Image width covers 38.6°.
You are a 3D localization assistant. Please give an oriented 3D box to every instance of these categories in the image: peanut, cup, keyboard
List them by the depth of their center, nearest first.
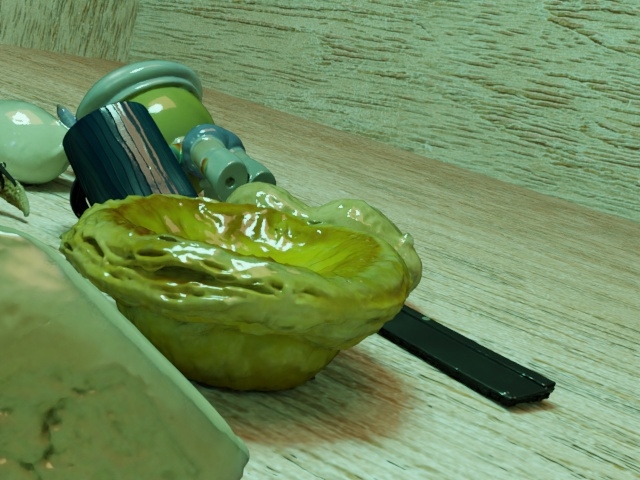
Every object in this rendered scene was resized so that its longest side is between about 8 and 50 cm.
[{"bbox_3d":[0.132,0.116,0.954,0.072,0.023,0.231,-6,22,-40],"label":"keyboard"},{"bbox_3d":[-0.232,-0.066,1.044,0.138,0.150,0.113,60,5,14],"label":"cup"},{"bbox_3d":[0.000,0.000,1.118,0.263,0.117,0.101,15,-9,16],"label":"peanut"}]

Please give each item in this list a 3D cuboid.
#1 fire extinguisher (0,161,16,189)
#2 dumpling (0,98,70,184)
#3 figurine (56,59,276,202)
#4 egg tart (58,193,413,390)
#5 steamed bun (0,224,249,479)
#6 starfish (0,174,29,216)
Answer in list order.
[{"bbox_3d":[-0.381,-0.069,0.912,0.173,0.035,0.049,-1,-6,29],"label":"fire extinguisher"},{"bbox_3d":[-0.416,-0.130,1.269,0.181,0.111,0.155,27,-21,1],"label":"dumpling"},{"bbox_3d":[-0.189,-0.143,1.341,0.382,0.205,0.225,25,8,33],"label":"figurine"},{"bbox_3d":[-0.075,0.044,0.803,0.319,0.128,0.319,11,11,-2],"label":"egg tart"},{"bbox_3d":[-0.169,0.093,0.474,0.200,0.170,0.225,43,-13,-15],"label":"steamed bun"},{"bbox_3d":[-0.456,-0.057,1.030,0.236,0.062,0.277,-3,24,-37],"label":"starfish"}]
